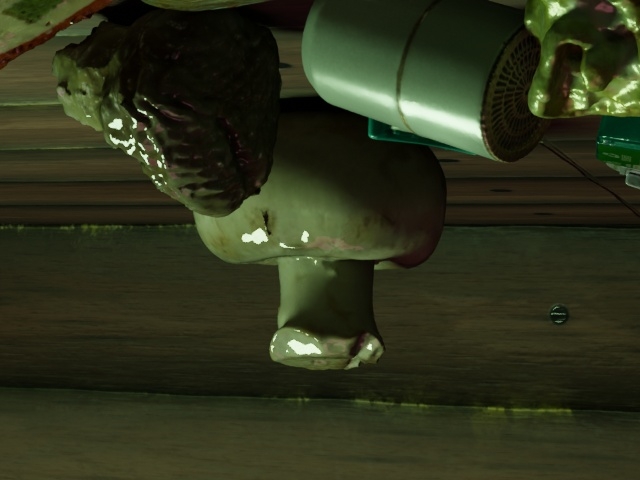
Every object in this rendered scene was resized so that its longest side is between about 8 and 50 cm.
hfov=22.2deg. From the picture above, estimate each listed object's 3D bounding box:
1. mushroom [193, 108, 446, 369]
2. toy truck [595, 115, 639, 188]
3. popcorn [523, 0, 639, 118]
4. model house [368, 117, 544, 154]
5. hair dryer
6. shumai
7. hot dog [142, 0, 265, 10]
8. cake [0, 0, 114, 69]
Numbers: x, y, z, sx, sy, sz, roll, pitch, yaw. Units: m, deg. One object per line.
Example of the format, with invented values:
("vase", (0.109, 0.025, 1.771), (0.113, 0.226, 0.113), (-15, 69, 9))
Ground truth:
("mushroom", (0.000, 0.000, 1.834), (0.297, 0.290, 0.297), (3, 174, 0))
("toy truck", (0.330, -0.107, 1.554), (0.124, 0.114, 0.253), (15, 177, 8))
("popcorn", (0.197, -0.145, 1.046), (0.162, 0.141, 0.135), (-46, 159, 24))
("model house", (0.104, -0.131, 1.408), (0.127, 0.101, 0.149), (6, 175, -38))
("hair dryer", (0.157, -0.144, 1.267), (0.173, 0.108, 0.357), (24, -159, 34))
("shumai", (-0.135, -0.118, 1.373), (0.175, 0.166, 0.206), (9, 155, 30))
("hot dog", (0.012, -0.186, 0.930), (0.270, 0.082, 0.162), (-7, -176, 8))
("cake", (-0.193, -0.161, 1.072), (0.220, 0.117, 0.086), (1, 169, 20))
